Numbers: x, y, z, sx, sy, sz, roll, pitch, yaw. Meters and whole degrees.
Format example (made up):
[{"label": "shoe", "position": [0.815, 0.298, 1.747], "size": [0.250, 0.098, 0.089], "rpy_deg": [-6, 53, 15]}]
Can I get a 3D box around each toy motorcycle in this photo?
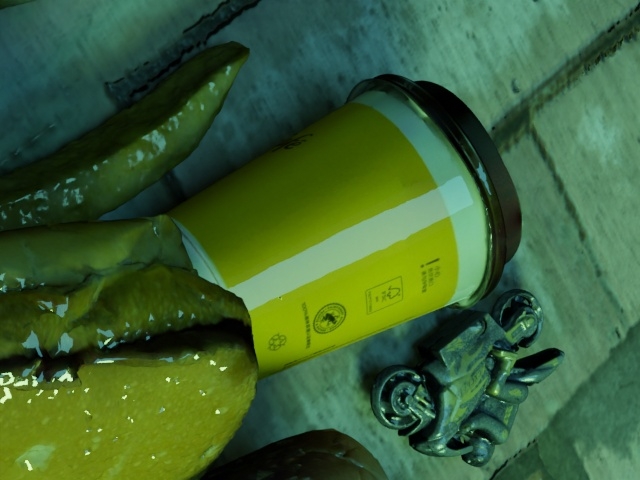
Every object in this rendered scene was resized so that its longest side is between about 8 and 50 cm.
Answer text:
[{"label": "toy motorcycle", "position": [0.130, 0.128, 1.539], "size": [0.193, 0.061, 0.124], "rpy_deg": [-30, 109, -28]}]

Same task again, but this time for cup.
[{"label": "cup", "position": [0.000, 0.000, 1.373], "size": [0.279, 0.196, 0.196], "rpy_deg": [-26, 107, -22]}]

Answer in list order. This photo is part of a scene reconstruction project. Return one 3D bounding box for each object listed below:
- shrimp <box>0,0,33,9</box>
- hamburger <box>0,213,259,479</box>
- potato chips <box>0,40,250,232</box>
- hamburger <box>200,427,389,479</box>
[{"label": "shrimp", "position": [-0.288, -0.256, 1.223], "size": [0.365, 0.071, 0.233], "rpy_deg": [-17, 93, -33]}, {"label": "hamburger", "position": [-0.198, 0.101, 1.174], "size": [0.304, 0.284, 0.174], "rpy_deg": [-11, 65, -37]}, {"label": "potato chips", "position": [-0.200, -0.041, 1.296], "size": [0.407, 0.057, 0.080], "rpy_deg": [-28, 112, -31]}, {"label": "hamburger", "position": [-0.066, 0.240, 1.296], "size": [0.286, 0.243, 0.146], "rpy_deg": [-35, 105, -43]}]
